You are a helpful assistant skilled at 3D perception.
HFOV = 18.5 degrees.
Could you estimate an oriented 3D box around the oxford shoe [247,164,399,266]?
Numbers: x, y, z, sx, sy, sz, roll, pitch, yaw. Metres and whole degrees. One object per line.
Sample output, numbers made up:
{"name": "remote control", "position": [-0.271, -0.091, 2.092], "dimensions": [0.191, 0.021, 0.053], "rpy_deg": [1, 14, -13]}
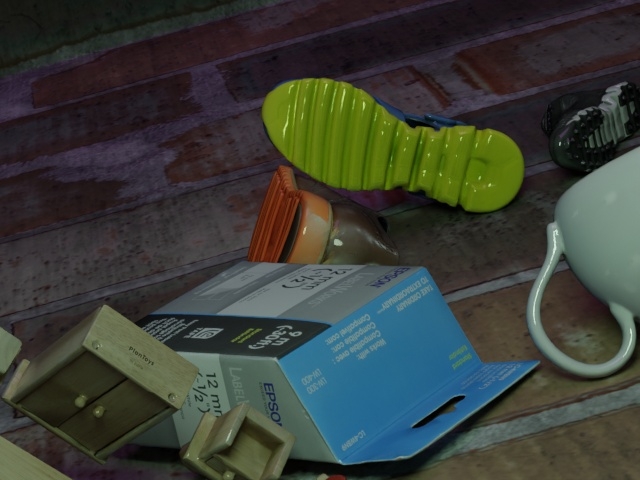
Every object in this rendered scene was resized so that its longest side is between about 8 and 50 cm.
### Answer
{"name": "oxford shoe", "position": [0.000, 0.000, 2.243], "dimensions": [0.133, 0.130, 0.364], "rpy_deg": [16, 8, -12]}

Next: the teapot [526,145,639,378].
{"name": "teapot", "position": [0.348, 0.008, 1.838], "dimensions": [0.256, 0.187, 0.252], "rpy_deg": [-32, -15, 39]}

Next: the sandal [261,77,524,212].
{"name": "sandal", "position": [0.080, -0.112, 2.349], "dimensions": [0.317, 0.126, 0.138], "rpy_deg": [19, 6, -6]}

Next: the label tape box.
{"name": "label tape box", "position": [-0.005, 0.110, 1.870], "dimensions": [0.347, 0.115, 0.249], "rpy_deg": [-1, 18, 38]}

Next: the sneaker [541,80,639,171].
{"name": "sneaker", "position": [0.311, -0.133, 2.405], "dimensions": [0.106, 0.078, 0.234], "rpy_deg": [-6, 17, 31]}

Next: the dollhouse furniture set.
{"name": "dollhouse furniture set", "position": [-0.234, 0.254, 1.654], "dimensions": [0.174, 0.303, 0.355], "rpy_deg": [-35, 25, 52]}

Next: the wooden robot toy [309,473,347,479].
{"name": "wooden robot toy", "position": [0.003, 0.240, 1.595], "dimensions": [0.079, 0.076, 0.173], "rpy_deg": [-33, 24, -18]}
